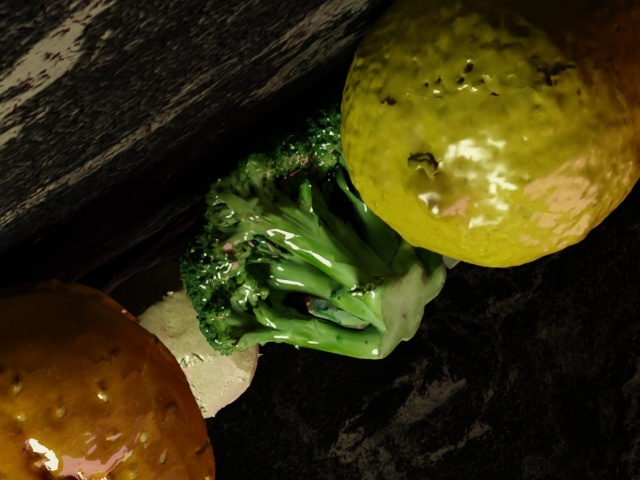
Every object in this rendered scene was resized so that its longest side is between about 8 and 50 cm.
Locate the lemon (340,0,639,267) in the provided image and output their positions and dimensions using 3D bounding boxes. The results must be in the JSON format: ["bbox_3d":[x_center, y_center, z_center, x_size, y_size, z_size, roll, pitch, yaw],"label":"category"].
[{"bbox_3d":[0.160,-0.119,1.035,0.322,0.268,0.268,-36,178,-42],"label":"lemon"}]

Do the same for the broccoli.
[{"bbox_3d":[0.000,0.000,1.182,0.294,0.245,0.265,-54,152,-11],"label":"broccoli"}]

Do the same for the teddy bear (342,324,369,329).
[{"bbox_3d":[-0.005,-0.010,1.467,0.357,0.224,0.367,-53,170,22],"label":"teddy bear"}]

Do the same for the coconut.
[{"bbox_3d":[-0.155,0.111,1.319,0.194,0.194,0.194,-37,178,-1],"label":"coconut"}]

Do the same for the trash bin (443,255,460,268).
[{"bbox_3d":[0.185,-0.109,1.860,0.219,0.250,0.220,-44,174,33],"label":"trash bin"}]

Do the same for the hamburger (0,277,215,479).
[{"bbox_3d":[-0.235,0.183,0.908,0.314,0.289,0.170,-34,-155,-18],"label":"hamburger"}]
